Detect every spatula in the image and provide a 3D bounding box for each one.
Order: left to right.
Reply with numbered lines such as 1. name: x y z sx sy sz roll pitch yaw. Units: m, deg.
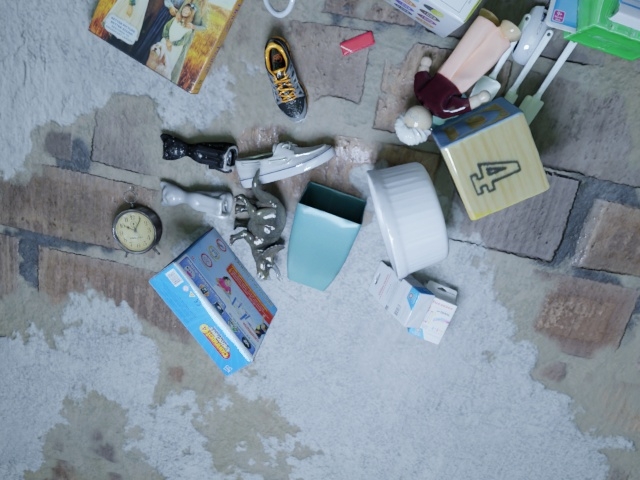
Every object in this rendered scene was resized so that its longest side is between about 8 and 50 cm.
1. spatula: 0.479 -0.397 1.277 0.168 0.019 0.242 27 124 2

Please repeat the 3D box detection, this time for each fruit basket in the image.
1. fruit basket: 0.672 -0.586 1.137 0.326 0.165 0.353 14 99 -11

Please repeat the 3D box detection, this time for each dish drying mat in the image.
1. dish drying mat: 0.091 -0.486 1.328 0.083 0.008 0.032 -18 103 12

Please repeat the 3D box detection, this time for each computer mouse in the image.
1. computer mouse: 0.516 -0.506 1.253 0.105 0.042 0.193 19 108 0

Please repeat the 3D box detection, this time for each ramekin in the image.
1. ramekin: 0.213 -0.056 1.313 0.135 0.277 0.277 -16 104 3

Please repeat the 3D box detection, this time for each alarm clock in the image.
1. alarm clock: -0.515 -0.049 1.504 0.129 0.064 0.192 -4 109 8

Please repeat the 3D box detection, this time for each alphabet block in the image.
1. alphabet block: 0.396 -0.196 1.274 0.193 0.192 0.197 -23 112 15

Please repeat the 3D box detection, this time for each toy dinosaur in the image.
1. toy dinosaur: -0.155 -0.052 1.437 0.160 0.121 0.314 10 113 -4

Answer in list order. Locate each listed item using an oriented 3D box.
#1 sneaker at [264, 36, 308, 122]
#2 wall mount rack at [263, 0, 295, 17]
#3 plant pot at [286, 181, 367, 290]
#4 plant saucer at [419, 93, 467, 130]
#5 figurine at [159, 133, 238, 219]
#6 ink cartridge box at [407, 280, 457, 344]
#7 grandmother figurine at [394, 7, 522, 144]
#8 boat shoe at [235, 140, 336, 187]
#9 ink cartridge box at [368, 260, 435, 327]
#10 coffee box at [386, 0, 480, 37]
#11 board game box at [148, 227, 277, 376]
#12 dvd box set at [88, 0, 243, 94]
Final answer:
1. sneaker: -0.093 -0.398 1.338 0.084 0.083 0.215 -19 105 10
2. wall mount rack: -0.125 -0.653 1.111 0.304 0.130 0.350 6 115 48
3. plant pot: 0.000 0.000 1.411 0.165 0.165 0.234 20 116 0
4. plant saucer: 0.307 -0.332 1.342 0.119 0.021 0.120 2 108 6
5. figurine: -0.340 -0.170 1.443 0.209 0.092 0.215 12 109 11
6. ink cartridge box: 0.306 0.190 1.466 0.092 0.090 0.143 21 109 0
7. grandmother figurine: 0.298 -0.370 1.259 0.104 0.208 0.342 27 106 -46
8. boat shoe: -0.095 -0.214 1.393 0.267 0.096 0.088 -13 110 19
9. ink cartridge box: 0.214 0.141 1.447 0.060 0.180 0.104 8 112 -35
10. coffee box: 0.232 -0.660 1.085 0.334 0.338 0.338 32 107 -4
11. board game box: -0.264 0.148 1.410 0.086 0.302 0.308 -34 100 15
12. dvd box set: -0.346 -0.621 1.310 0.307 0.062 0.421 32 108 -4
